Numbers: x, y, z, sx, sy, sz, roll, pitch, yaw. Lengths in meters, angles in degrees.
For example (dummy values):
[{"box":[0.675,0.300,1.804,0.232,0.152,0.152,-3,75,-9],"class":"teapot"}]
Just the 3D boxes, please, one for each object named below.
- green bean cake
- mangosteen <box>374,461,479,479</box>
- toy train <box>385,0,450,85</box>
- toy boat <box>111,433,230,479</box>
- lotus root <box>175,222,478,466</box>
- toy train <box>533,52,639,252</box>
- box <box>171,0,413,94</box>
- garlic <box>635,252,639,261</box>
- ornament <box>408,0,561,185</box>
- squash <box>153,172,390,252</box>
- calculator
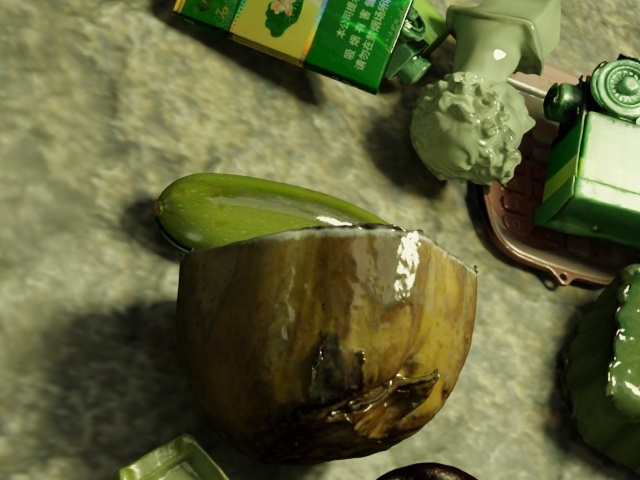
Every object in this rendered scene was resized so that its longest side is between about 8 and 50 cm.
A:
[{"box":[0.375,0.146,1.500,0.227,0.125,0.222,32,48,-7],"class":"green bean cake"},{"box":[0.092,0.269,1.223,0.152,0.152,0.152,17,50,-22],"class":"mangosteen"},{"box":[0.045,-0.289,1.631,0.253,0.105,0.157,47,32,3],"class":"toy train"},{"box":[-0.070,0.291,1.132,0.111,0.084,0.276,-25,71,-40],"class":"toy boat"},{"box":[0.009,0.096,1.229,0.272,0.272,0.192,12,62,-26],"class":"lotus root"},{"box":[0.384,-0.077,1.568,0.301,0.120,0.202,15,70,-9],"class":"toy train"},{"box":[-0.026,-0.257,1.518,0.235,0.034,0.132,22,84,-1],"class":"box"},{"box":[0.444,0.021,1.658,0.174,0.099,0.124,40,53,-3],"class":"garlic"},{"box":[0.182,-0.185,1.577,0.130,0.120,0.285,4,53,22],"class":"ornament"},{"box":[0.000,0.000,1.389,0.341,0.094,0.094,17,50,-19],"class":"squash"},{"box":[0.265,-0.085,1.656,0.220,0.048,0.329,19,52,-23],"class":"calculator"}]
